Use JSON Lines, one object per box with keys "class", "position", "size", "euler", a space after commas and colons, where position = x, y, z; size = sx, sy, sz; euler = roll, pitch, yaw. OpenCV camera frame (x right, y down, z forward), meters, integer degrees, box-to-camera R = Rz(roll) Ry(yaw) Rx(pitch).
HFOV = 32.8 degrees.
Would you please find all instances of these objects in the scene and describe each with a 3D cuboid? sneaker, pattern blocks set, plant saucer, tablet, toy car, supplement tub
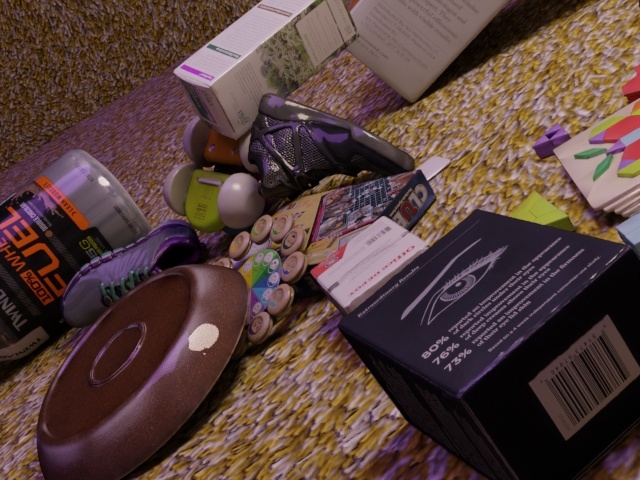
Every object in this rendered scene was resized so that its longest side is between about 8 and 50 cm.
{"class": "sneaker", "position": [0.004, -0.094, 1.371], "size": [0.228, 0.087, 0.130], "euler": [20, 89, 22]}
{"class": "pattern blocks set", "position": [0.299, -0.089, 1.001], "size": [0.285, 0.026, 0.325], "euler": [-36, 20, -4]}
{"class": "plant saucer", "position": [-0.209, 0.136, 1.193], "size": [0.311, 0.050, 0.310], "euler": [-35, 27, 21]}
{"class": "tablet", "position": [0.114, -0.073, 1.298], "size": [0.083, 0.006, 0.054], "euler": [-38, 19, -9]}
{"class": "sneaker", "position": [-0.264, 0.050, 1.519], "size": [0.224, 0.083, 0.098], "euler": [-37, 24, -8]}
{"class": "toy car", "position": [-0.117, -0.087, 1.512], "size": [0.159, 0.136, 0.182], "euler": [12, 77, 38]}
{"class": "supplement tub", "position": [-0.432, 0.036, 1.634], "size": [0.338, 0.207, 0.207], "euler": [-41, 20, -15]}

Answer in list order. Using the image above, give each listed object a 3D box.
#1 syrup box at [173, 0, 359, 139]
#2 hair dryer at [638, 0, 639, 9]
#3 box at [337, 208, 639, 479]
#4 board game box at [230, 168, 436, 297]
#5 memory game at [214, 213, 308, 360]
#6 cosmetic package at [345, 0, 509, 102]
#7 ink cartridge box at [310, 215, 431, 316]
{"class": "syrup box", "position": [-0.071, -0.251, 1.459], "size": [0.237, 0.093, 0.096], "euler": [-42, 41, -16]}
{"class": "hair dryer", "position": [0.454, -0.274, 1.157], "size": [0.224, 0.080, 0.293], "euler": [-13, 30, 13]}
{"class": "box", "position": [0.131, 0.073, 0.772], "size": [0.153, 0.108, 0.207], "euler": [-39, 19, -10]}
{"class": "board game box", "position": [0.000, 0.000, 1.258], "size": [0.243, 0.042, 0.165], "euler": [-10, 31, 50]}
{"class": "memory game", "position": [-0.080, 0.050, 1.213], "size": [0.186, 0.012, 0.186], "euler": [-34, 39, 33]}
{"class": "cosmetic package", "position": [0.228, -0.435, 1.532], "size": [0.453, 0.161, 0.230], "euler": [-46, 12, 29]}
{"class": "ink cartridge box", "position": [0.058, 0.038, 1.052], "size": [0.099, 0.056, 0.135], "euler": [-37, 19, -3]}
